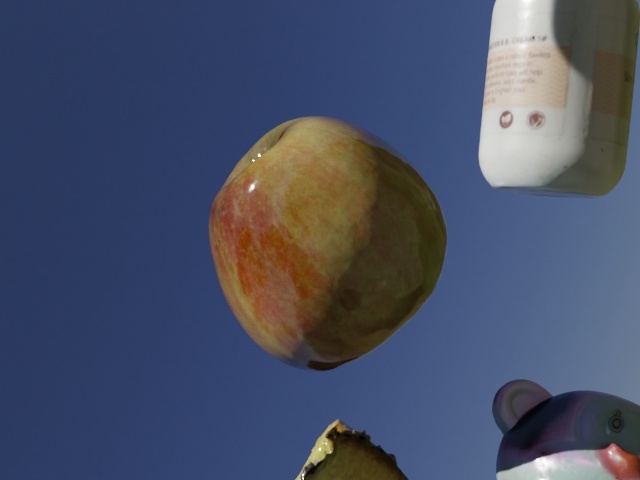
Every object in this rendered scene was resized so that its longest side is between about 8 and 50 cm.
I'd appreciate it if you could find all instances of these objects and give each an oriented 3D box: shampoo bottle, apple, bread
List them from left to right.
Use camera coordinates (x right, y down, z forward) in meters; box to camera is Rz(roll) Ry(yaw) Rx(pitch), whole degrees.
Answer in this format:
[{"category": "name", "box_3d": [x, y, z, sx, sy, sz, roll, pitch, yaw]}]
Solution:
[{"category": "apple", "box_3d": [0.000, 0.000, 1.001, 0.234, 0.257, 0.256, 43, -123, -15]}, {"category": "bread", "box_3d": [0.032, 0.304, 1.145, 0.140, 0.169, 0.160, -55, -20, -16]}, {"category": "shampoo bottle", "box_3d": [0.124, -0.118, 0.482, 0.074, 0.074, 0.192, 7, -91, -64]}]

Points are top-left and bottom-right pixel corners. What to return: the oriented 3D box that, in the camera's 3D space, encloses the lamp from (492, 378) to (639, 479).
[{"category": "lamp", "box_3d": [0.276, 0.317, 1.020, 0.247, 0.247, 0.301, 88, -160, -63]}]
